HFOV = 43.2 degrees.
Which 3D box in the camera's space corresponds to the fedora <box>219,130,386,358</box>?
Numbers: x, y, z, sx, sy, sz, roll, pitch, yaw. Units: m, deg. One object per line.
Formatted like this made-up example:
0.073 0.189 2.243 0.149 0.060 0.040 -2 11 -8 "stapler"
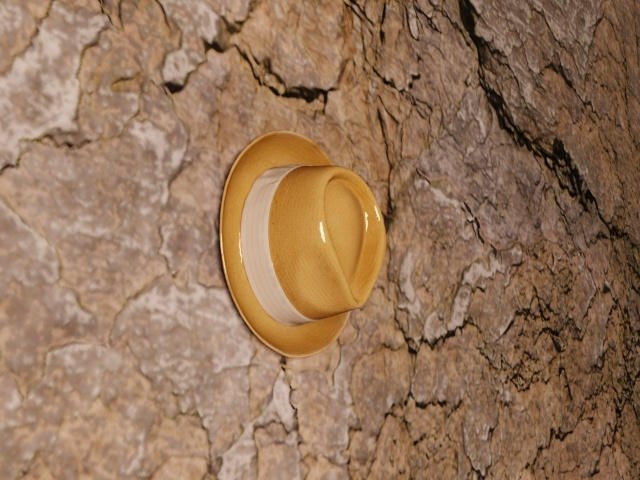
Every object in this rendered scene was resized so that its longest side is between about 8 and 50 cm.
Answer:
0.000 0.000 0.677 0.194 0.079 0.194 10 77 -50 "fedora"
